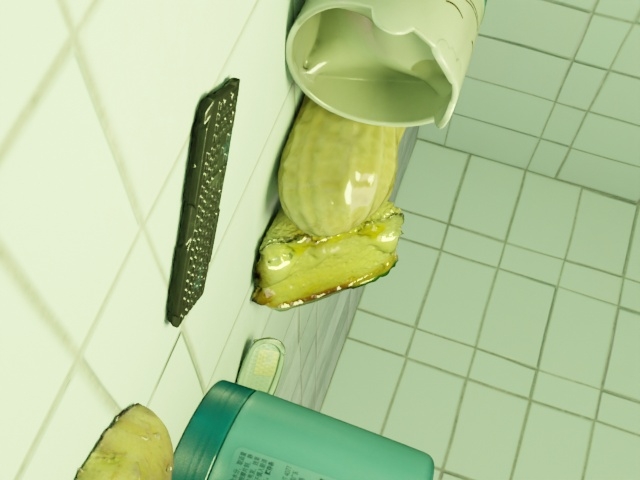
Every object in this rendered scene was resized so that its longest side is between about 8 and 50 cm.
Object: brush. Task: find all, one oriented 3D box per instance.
[{"bbox_3d":[-0.124,0.277,1.423,0.060,0.068,0.297,-108,-146,-65],"label":"brush"}]

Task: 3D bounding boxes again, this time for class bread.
[{"bbox_3d":[-0.009,-0.004,1.322,0.174,0.251,0.133,95,-29,-52],"label":"bread"}]

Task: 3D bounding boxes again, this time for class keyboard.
[{"bbox_3d":[-0.120,-0.035,0.874,0.106,0.016,0.262,-58,163,-61],"label":"keyboard"}]

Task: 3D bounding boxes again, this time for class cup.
[{"bbox_3d":[0.080,-0.308,1.041,0.290,0.219,0.258,48,53,-43],"label":"cup"}]

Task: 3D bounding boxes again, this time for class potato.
[{"bbox_3d":[-0.180,0.242,0.808,0.101,0.089,0.172,84,26,-65],"label":"potato"}]

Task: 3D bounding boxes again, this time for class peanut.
[{"bbox_3d":[0.046,-0.154,1.219,0.158,0.174,0.340,-21,-132,60],"label":"peanut"}]

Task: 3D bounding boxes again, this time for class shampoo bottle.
[{"bbox_3d":[-0.040,0.413,1.231,0.331,0.342,0.331,18,90,-81],"label":"shampoo bottle"}]
